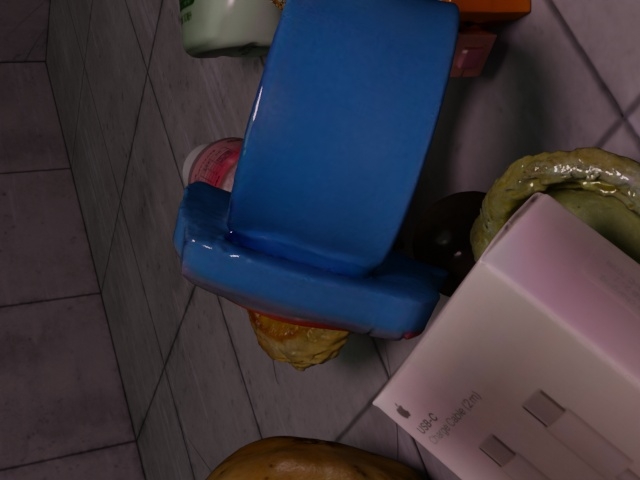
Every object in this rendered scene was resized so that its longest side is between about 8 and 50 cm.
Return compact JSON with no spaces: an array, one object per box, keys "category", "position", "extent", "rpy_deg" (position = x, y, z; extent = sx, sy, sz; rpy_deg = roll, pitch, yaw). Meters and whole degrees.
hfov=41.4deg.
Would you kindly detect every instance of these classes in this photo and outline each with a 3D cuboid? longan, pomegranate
[{"category":"longan","position":[0.146,0.003,0.792],"extent":[0.119,0.106,0.106],"rpy_deg":[-28,65,20]},{"category":"pomegranate","position":[-0.009,0.382,0.961],"extent":[0.332,0.332,0.332],"rpy_deg":[27,120,60]}]

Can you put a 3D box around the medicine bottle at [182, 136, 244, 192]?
[{"category":"medicine bottle","position":[-0.121,-0.080,1.261],"extent":[0.247,0.147,0.147],"rpy_deg":[30,123,59]}]

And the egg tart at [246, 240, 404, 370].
[{"category":"egg tart","position":[0.000,0.000,1.029],"extent":[0.319,0.128,0.319],"rpy_deg":[8,99,59]}]

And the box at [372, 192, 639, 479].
[{"category":"box","position":[0.188,0.122,0.596],"extent":[0.251,0.106,0.203],"rpy_deg":[41,141,12]}]

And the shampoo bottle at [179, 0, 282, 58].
[{"category":"shampoo bottle","position":[-0.128,-0.437,1.174],"extent":[0.222,0.151,0.349],"rpy_deg":[-164,70,-70]}]

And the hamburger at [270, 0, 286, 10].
[{"category":"hamburger","position":[-0.019,-0.357,1.033],"extent":[0.164,0.093,0.189],"rpy_deg":[26,118,61]}]

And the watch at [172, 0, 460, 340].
[{"category":"watch","position":[0.019,-0.088,0.729],"extent":[0.305,0.241,0.274],"rpy_deg":[-86,12,-70]}]

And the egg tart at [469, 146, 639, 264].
[{"category":"egg tart","position":[0.209,0.011,0.638],"extent":[0.197,0.078,0.197],"rpy_deg":[32,139,33]}]

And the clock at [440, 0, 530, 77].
[{"category":"clock","position":[0.094,-0.290,0.800],"extent":[0.255,0.106,0.220],"rpy_deg":[61,147,38]}]
